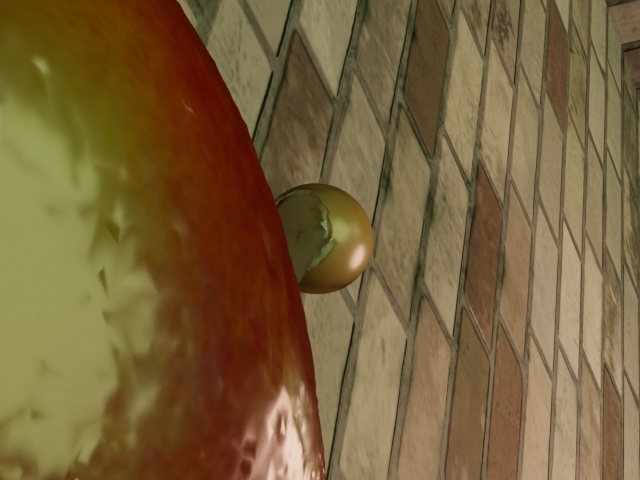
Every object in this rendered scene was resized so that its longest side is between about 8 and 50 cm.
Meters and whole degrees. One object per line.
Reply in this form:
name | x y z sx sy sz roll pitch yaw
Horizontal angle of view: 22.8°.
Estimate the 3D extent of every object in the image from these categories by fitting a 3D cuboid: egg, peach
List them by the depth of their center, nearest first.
peach | -0.132 0.055 0.539 0.306 0.242 0.380 -88 156 -45
egg | 0.000 0.000 1.130 0.096 0.080 0.080 20 60 -61
